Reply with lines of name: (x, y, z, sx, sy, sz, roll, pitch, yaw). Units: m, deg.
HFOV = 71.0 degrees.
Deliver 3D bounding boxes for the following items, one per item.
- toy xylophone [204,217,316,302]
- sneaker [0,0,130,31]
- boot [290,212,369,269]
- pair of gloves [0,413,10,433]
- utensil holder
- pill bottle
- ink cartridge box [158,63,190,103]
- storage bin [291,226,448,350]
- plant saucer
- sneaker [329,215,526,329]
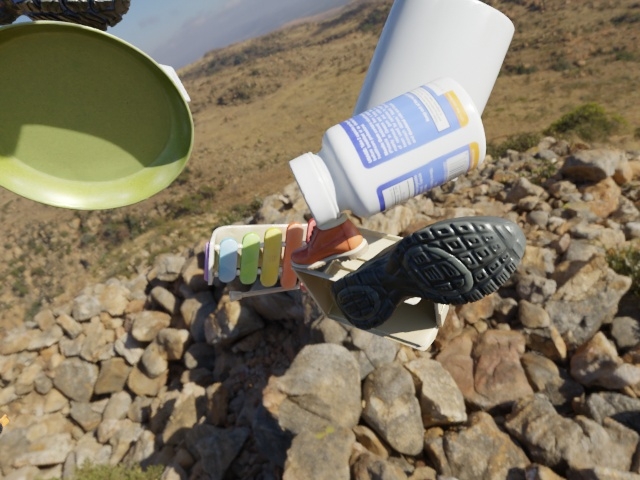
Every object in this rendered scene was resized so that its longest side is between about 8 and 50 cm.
toy xylophone: (-0.118, 0.055, 1.082, 0.323, 0.236, 0.081, -9, 33, -16)
sneaker: (-0.345, -0.310, 0.536, 0.222, 0.086, 0.083, 1, 1, -12)
boot: (0.000, 0.000, 0.789, 0.158, 0.084, 0.059, -18, 25, 33)
pair of gloves: (-0.593, 0.325, 0.793, 0.010, 0.083, 0.074, 2, 32, 9)
utensil holder: (0.271, -0.386, 1.155, 0.385, 0.328, 0.327, -69, 25, 15)
pill bottle: (0.095, -0.127, 0.693, 0.272, 0.152, 0.152, -24, 28, 0)
ink cartridge box: (-0.527, -0.365, 1.173, 0.211, 0.121, 0.289, -31, -3, 28)
storage bin: (0.116, 0.098, 0.915, 0.261, 0.262, 0.123, 15, 65, 25)
plant saucer: (-0.268, -0.131, 0.502, 0.241, 0.241, 0.037, -24, 53, 7)
sneaker: (0.136, 0.026, 0.601, 0.286, 0.109, 0.130, -25, 10, 45)
